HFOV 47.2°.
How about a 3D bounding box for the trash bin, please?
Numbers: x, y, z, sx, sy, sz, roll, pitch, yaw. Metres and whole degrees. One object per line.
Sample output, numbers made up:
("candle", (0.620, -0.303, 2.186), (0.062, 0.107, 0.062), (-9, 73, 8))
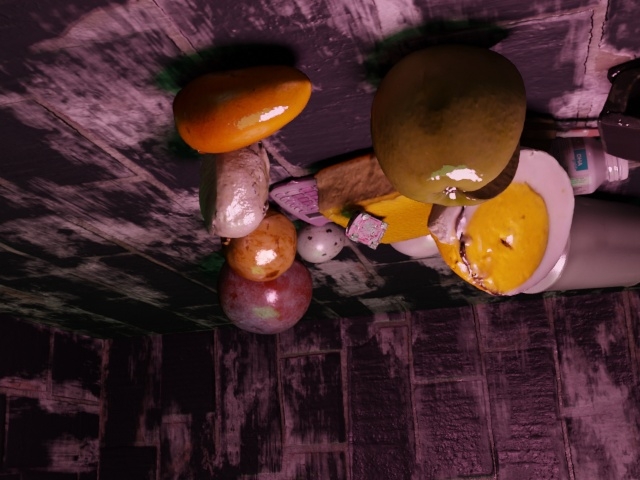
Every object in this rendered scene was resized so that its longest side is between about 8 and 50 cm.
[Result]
("trash bin", (0.687, 0.005, 2.012), (0.431, 0.281, 0.280), (2, 163, -27))

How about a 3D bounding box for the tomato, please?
("tomato", (-0.183, 0.156, 2.388), (0.316, 0.283, 0.317), (9, 160, 3))

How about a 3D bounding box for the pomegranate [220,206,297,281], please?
("pomegranate", (-0.175, 0.008, 1.973), (0.215, 0.215, 0.215), (-3, 164, -1))

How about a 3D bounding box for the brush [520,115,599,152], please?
("brush", (0.509, -0.226, 1.548), (0.300, 0.071, 0.084), (-1, 160, -6))

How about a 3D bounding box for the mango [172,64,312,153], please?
("mango", (-0.131, -0.236, 1.290), (0.187, 0.138, 0.257), (-3, 175, -45))

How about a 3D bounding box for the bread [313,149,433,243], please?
("bread", (0.196, -0.112, 1.750), (0.323, 0.143, 0.333), (-13, 160, 28))

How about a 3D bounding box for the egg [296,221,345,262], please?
("egg", (0.000, 0.000, 2.130), (0.131, 0.131, 0.164), (-17, 172, 39))

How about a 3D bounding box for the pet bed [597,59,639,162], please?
("pet bed", (0.634, -0.246, 1.380), (0.183, 0.159, 0.211), (18, 174, 31))

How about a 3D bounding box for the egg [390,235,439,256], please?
("egg", (0.275, -0.030, 2.026), (0.151, 0.151, 0.209), (13, 160, -43))

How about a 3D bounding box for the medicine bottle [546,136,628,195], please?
("medicine bottle", (0.564, -0.168, 1.634), (0.215, 0.135, 0.135), (-7, 163, 15))

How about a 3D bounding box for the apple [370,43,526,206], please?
("apple", (0.229, -0.195, 1.287), (0.291, 0.254, 0.292), (2, 163, 1))

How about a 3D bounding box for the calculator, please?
("calculator", (-0.006, -0.109, 1.919), (0.194, 0.043, 0.294), (-10, 159, 25))

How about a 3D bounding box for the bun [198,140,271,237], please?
("bun", (-0.176, -0.122, 1.525), (0.141, 0.239, 0.239), (2, 163, -20))

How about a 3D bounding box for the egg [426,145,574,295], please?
("egg", (0.359, -0.059, 1.550), (0.337, 0.337, 0.201), (10, -166, -36))

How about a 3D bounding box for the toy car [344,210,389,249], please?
("toy car", (0.101, -0.027, 1.665), (0.055, 0.069, 0.142), (31, -174, 37))
